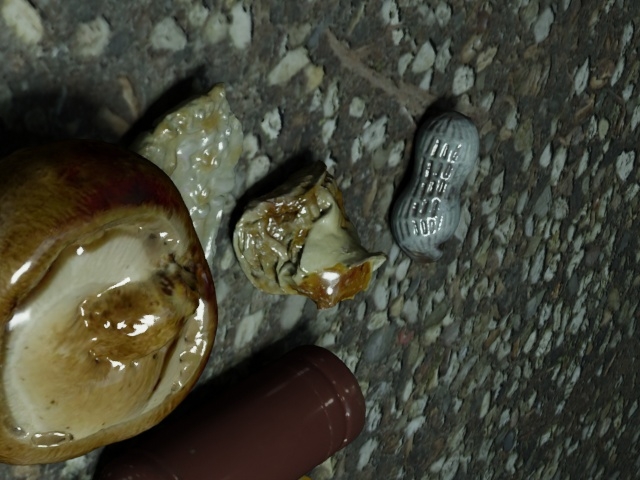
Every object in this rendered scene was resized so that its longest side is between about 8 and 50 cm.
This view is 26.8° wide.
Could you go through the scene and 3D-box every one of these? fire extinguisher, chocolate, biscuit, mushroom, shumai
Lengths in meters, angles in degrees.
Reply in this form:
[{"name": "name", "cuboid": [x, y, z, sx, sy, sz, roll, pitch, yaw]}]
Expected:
[{"name": "fire extinguisher", "cuboid": [-0.103, 0.222, 1.260, 0.337, 0.114, 0.135, -27, 121, -43]}, {"name": "chocolate", "cuboid": [0.121, -0.057, 1.423, 0.072, 0.072, 0.167, -7, 117, -53]}, {"name": "biscuit", "cuboid": [-0.140, 0.003, 1.120, 0.141, 0.038, 0.290, -12, 124, -46]}, {"name": "mushroom", "cuboid": [-0.185, 0.047, 0.970, 0.253, 0.153, 0.253, -21, 127, -31]}, {"name": "shumai", "cuboid": [0.001, 0.003, 1.249, 0.145, 0.116, 0.146, -33, 136, -39]}]

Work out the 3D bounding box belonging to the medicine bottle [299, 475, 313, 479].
[{"name": "medicine bottle", "cuboid": [-0.073, 0.333, 1.408, 0.192, 0.096, 0.096, -35, 139, -38]}]
